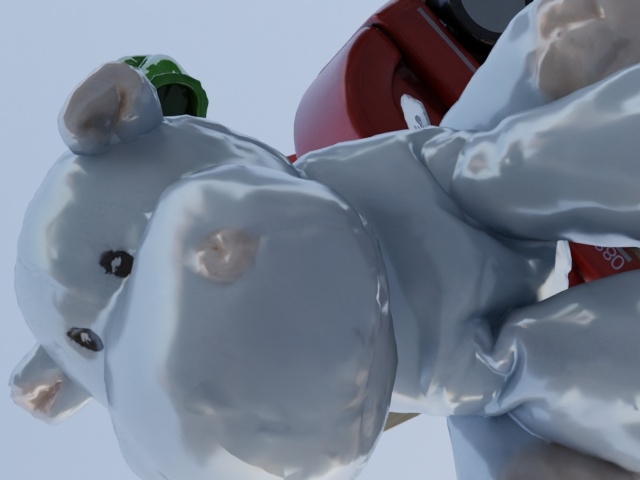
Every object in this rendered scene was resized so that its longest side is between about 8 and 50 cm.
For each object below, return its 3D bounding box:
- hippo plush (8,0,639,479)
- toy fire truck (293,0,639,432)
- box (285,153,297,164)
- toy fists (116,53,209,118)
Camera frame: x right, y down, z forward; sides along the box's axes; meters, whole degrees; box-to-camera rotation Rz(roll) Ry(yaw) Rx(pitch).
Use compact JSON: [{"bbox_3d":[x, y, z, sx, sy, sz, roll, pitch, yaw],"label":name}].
[{"bbox_3d":[0.015,-0.009,0.549,0.236,0.294,0.234,9,-67,-33],"label":"hippo plush"},{"bbox_3d":[0.053,-0.002,0.823,0.217,0.158,0.246,48,-121,-2],"label":"toy fire truck"},{"bbox_3d":[0.000,0.000,1.467,0.300,0.154,0.142,-17,-110,-18],"label":"box"},{"bbox_3d":[-0.193,-0.049,1.432,0.096,0.142,0.279,11,-85,-21],"label":"toy fists"}]
